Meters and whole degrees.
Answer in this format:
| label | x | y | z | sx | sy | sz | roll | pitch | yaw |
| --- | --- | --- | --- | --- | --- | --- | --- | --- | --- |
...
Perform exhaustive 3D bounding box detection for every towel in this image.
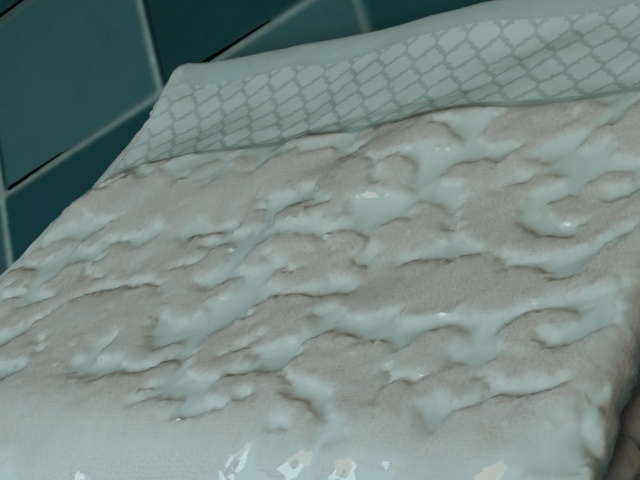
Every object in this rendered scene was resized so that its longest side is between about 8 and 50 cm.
| label | x | y | z | sx | sy | sz | roll | pitch | yaw |
| --- | --- | --- | --- | --- | --- | --- | --- | --- | --- |
| towel | 0.000 | 0.000 | 0.595 | 0.332 | 0.053 | 0.317 | -5 | 35 | 34 |
